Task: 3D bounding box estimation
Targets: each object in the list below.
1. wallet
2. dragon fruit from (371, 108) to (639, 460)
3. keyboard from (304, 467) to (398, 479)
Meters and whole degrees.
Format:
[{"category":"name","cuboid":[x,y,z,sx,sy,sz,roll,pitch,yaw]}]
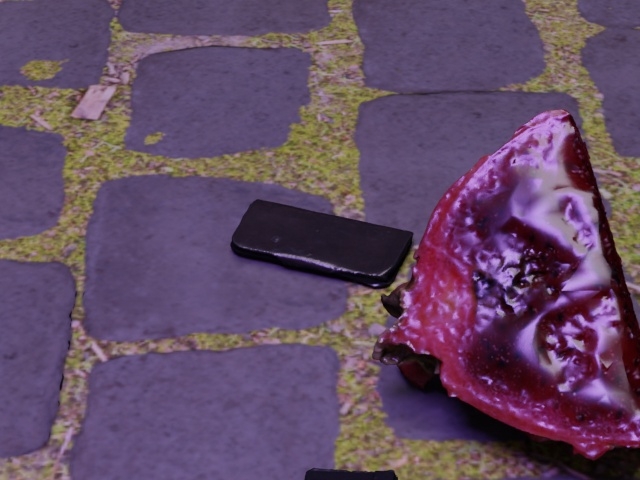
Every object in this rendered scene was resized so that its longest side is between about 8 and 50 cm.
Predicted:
[{"category":"wallet","cuboid":[0.000,0.000,1.235,0.156,0.018,0.082,11,39,15]},{"category":"dragon fruit","cuboid":[0.145,0.053,1.072,0.211,0.134,0.262,-11,73,9]},{"category":"keyboard","cuboid":[0.006,0.241,0.926,0.072,0.023,0.231,0,37,12]}]
